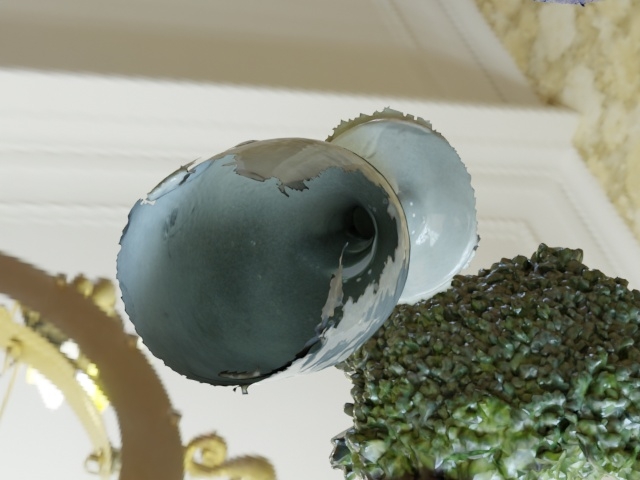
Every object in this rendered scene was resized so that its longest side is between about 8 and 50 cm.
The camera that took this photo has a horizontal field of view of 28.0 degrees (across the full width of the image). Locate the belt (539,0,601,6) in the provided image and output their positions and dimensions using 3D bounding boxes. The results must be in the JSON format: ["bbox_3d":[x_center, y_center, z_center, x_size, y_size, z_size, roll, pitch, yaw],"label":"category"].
[{"bbox_3d":[0.093,-0.233,0.684,0.212,0.117,0.347,49,-148,18],"label":"belt"}]

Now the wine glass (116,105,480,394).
[{"bbox_3d":[0.000,0.000,0.773,0.143,0.143,0.321,30,-162,11],"label":"wine glass"}]

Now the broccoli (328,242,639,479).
[{"bbox_3d":[0.177,0.154,1.219,0.338,0.317,0.277,6,-130,-24],"label":"broccoli"}]
